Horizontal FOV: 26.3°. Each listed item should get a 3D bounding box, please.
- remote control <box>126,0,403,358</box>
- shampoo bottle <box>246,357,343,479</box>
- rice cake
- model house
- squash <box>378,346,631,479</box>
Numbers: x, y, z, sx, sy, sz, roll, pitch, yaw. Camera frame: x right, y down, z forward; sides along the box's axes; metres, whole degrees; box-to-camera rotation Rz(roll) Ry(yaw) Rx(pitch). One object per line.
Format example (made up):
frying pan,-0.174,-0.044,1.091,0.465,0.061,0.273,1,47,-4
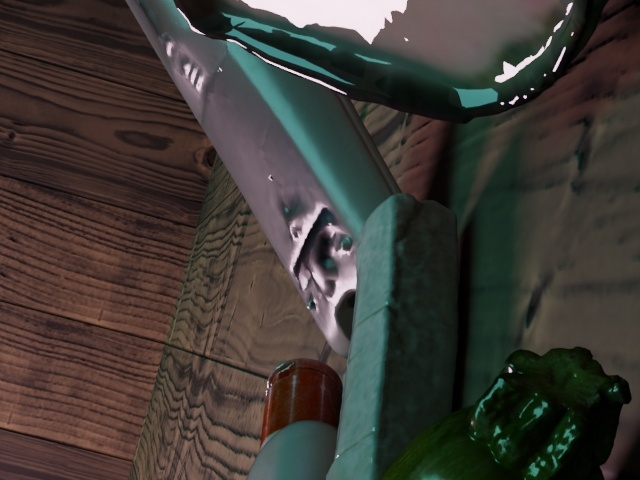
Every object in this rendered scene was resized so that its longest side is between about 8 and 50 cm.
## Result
remote control,-0.047,-0.086,0.702,0.313,0.055,0.109,61,152,21
shampoo bottle,-0.013,0.142,0.638,0.221,0.051,0.108,-86,12,-53
rice cake,0.025,0.084,0.515,0.045,0.042,0.245,-47,25,47
model house,0.051,-0.204,0.465,0.237,0.202,0.237,-54,-40,-26
squash,0.018,0.143,0.368,0.069,0.069,0.258,-111,37,-77
